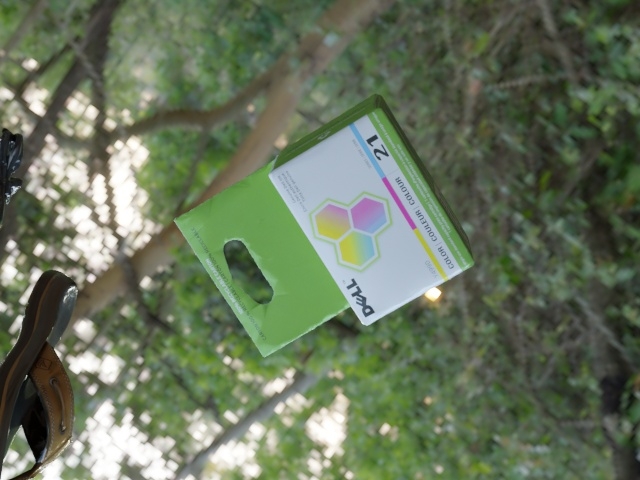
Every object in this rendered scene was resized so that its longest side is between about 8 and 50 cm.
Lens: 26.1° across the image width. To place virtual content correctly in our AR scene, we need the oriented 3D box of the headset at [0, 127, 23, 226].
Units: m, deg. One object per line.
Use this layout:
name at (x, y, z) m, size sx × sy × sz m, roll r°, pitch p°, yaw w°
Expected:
headset at (-0.515, -0.067, 1.425) m, size 0.394 × 0.185 × 0.243 m, roll 9°, pitch 151°, yaw 4°

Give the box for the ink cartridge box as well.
ink cartridge box at (0.000, 0.000, 1.404) m, size 0.188 × 0.255 × 0.097 m, roll 57°, pitch -170°, yaw -11°

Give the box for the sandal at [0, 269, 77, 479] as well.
sandal at (-0.191, 0.112, 0.932) m, size 0.060 × 0.090 × 0.219 m, roll 18°, pitch -139°, yaw -5°
